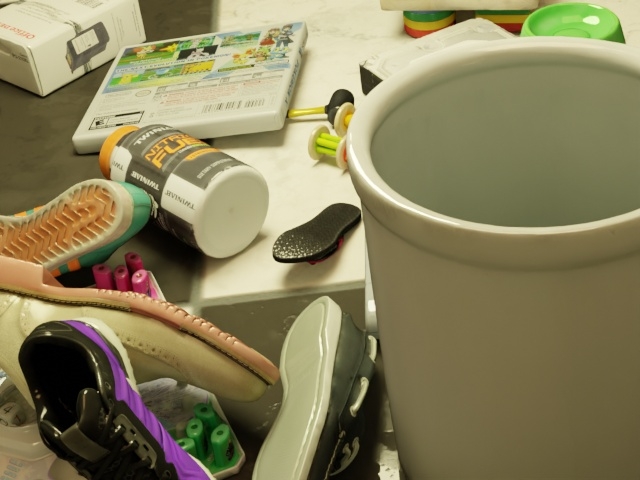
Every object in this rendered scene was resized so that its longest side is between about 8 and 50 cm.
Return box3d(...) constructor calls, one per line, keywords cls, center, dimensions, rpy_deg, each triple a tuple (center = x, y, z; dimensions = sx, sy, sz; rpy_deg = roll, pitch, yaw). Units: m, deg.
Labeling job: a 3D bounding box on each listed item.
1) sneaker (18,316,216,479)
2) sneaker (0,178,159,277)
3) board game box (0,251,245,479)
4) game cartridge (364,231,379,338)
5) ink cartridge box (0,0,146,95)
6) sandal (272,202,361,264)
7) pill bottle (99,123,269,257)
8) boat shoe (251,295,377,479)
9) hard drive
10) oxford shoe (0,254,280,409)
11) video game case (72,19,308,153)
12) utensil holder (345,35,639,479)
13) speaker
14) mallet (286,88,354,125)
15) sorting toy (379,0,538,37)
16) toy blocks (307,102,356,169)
box3d(cls="sneaker", center=(-0.197, 0.199, 1.123), dimensions=(0.102, 0.146, 0.293), rpy_deg=(-38, 77, 4))
box3d(cls="sneaker", center=(-0.341, 0.004, 1.531), dimensions=(0.302, 0.108, 0.121), rpy_deg=(-18, -9, 24))
box3d(cls="board game box", center=(-0.329, 0.183, 1.340), dimensions=(0.390, 0.050, 0.390), rpy_deg=(-19, 37, -14))
box3d(cls="game cartridge", center=(0.153, 0.010, 1.477), dimensions=(0.198, 0.062, 0.297), rpy_deg=(-8, 36, 7))
box3d(cls="ink cartridge box", center=(-0.451, -0.358, 2.055), dimensions=(0.172, 0.100, 0.237), rpy_deg=(23, 46, 36))
box3d(cls="sandal", center=(0.000, 0.000, 1.539), dimensions=(0.067, 0.040, 0.179), rpy_deg=(18, 29, 24))
box3d(cls="pill bottle", center=(-0.194, -0.078, 1.598), dimensions=(0.130, 0.130, 0.245), rpy_deg=(-34, 43, -31))
box3d(cls="boat shoe", center=(0.006, 0.183, 1.228), dimensions=(0.114, 0.091, 0.302), rpy_deg=(-39, 24, 38))
box3d(cls="hard drive", center=(0.240, -0.219, 1.760), dimensions=(0.237, 0.064, 0.339), rpy_deg=(-22, 38, -19))
box3d(cls="oxford shoe", center=(-0.238, 0.128, 1.281), dimensions=(0.397, 0.140, 0.146), rpy_deg=(13, 73, 18))
box3d(cls="video game case", center=(-0.197, -0.246, 1.884), dimensions=(0.329, 0.036, 0.300), rpy_deg=(-6, 36, 13))
box3d(cls="utensil holder", center=(0.206, 0.050, 1.129), dimensions=(0.327, 0.385, 0.328), rpy_deg=(-6, 37, 4))
box3d(cls="speaker", center=(0.298, -0.127, 1.422), dimensions=(0.131, 0.296, 0.131), rpy_deg=(-5, 36, 4))
box3d(cls="mallet", center=(-0.041, -0.188, 1.802), dimensions=(0.189, 0.039, 0.062), rpy_deg=(-9, 35, 6))
box3d(cls="sorting toy", center=(0.251, -0.430, 2.020), dimensions=(0.255, 0.089, 0.257), rpy_deg=(3, 38, 15))
box3d(cls="toy blocks", center=(0.075, -0.140, 1.692), dimensions=(0.148, 0.054, 0.123), rpy_deg=(17, 43, 30))
